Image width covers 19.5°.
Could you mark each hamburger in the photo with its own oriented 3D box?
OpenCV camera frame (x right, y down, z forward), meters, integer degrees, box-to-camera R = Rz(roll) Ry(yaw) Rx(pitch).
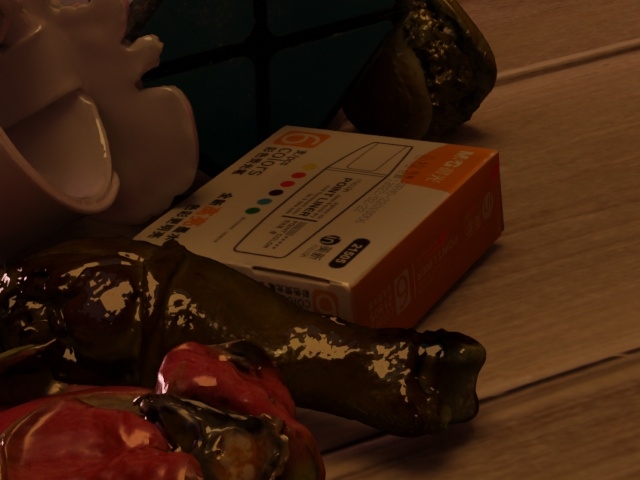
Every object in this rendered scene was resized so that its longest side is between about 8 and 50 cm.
[{"bbox_3d":[0.073,-0.160,1.805,0.131,0.159,0.185,-34,-8,-30],"label":"hamburger"}]

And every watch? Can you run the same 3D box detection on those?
[{"bbox_3d":[-0.222,-0.087,1.434,0.196,0.244,0.231,-30,13,18],"label":"watch"}]

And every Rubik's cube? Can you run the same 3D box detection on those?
[{"bbox_3d":[-0.114,-0.224,1.707,0.259,0.260,0.255,30,5,-44],"label":"Rubik's cube"}]

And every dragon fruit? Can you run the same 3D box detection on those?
[{"bbox_3d":[-0.120,0.176,1.017,0.305,0.225,0.305,-4,27,2],"label":"dragon fruit"}]

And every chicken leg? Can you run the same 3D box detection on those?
[{"bbox_3d":[-0.085,0.081,1.310,0.361,0.140,0.211,13,37,26],"label":"chicken leg"}]

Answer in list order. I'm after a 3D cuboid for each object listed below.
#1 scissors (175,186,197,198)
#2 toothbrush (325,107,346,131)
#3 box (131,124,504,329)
[{"bbox_3d":[-0.213,-0.089,1.832,0.191,0.029,0.360,-18,27,-29],"label":"scissors"},{"bbox_3d":[0.050,-0.174,1.975,0.030,0.025,0.307,-2,24,26],"label":"toothbrush"},{"bbox_3d":[0.000,0.000,1.528,0.221,0.091,0.274,8,29,27],"label":"box"}]
